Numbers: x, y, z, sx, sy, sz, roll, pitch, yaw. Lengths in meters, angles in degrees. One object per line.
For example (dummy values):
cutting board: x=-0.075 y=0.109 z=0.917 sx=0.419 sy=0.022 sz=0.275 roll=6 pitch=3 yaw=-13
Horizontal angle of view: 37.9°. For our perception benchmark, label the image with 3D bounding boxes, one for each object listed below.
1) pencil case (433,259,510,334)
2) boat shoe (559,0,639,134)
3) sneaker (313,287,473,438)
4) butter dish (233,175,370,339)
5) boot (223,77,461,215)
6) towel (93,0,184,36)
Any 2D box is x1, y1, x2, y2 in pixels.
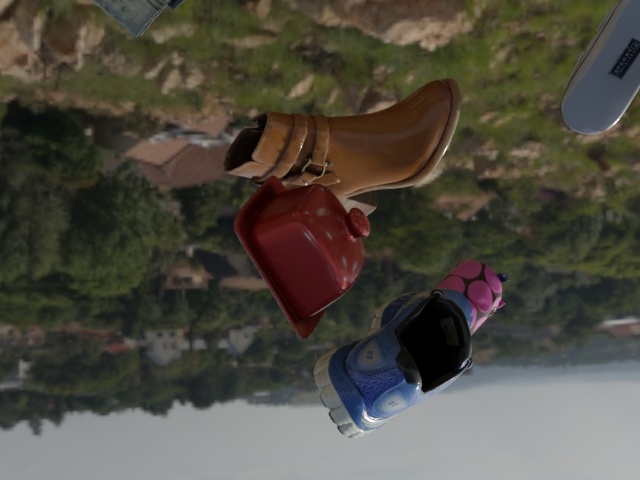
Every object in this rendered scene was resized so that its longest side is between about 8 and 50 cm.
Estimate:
pencil case: x=0.203 y=0.116 z=1.432 sx=0.209 sy=0.098 sz=0.095 roll=-40 pitch=-171 yaw=-38
boat shoe: x=0.379 y=-0.248 z=1.105 sx=0.096 sy=0.267 sz=0.088 roll=25 pitch=-154 yaw=-7
sneaker: x=0.128 y=0.127 z=1.104 sx=0.147 sy=0.129 sz=0.330 roll=-27 pitch=-179 yaw=29
butter dish: x=0.000 y=0.000 z=1.033 sx=0.118 sy=0.160 sz=0.160 roll=-24 pitch=-165 yaw=23
boot: x=0.025 y=-0.139 z=1.212 sx=0.220 sy=0.109 sz=0.283 roll=19 pitch=144 yaw=-30
towel: x=-0.241 y=-0.463 z=1.152 sx=0.312 sy=0.324 sz=0.056 roll=-45 pitch=-176 yaw=14
